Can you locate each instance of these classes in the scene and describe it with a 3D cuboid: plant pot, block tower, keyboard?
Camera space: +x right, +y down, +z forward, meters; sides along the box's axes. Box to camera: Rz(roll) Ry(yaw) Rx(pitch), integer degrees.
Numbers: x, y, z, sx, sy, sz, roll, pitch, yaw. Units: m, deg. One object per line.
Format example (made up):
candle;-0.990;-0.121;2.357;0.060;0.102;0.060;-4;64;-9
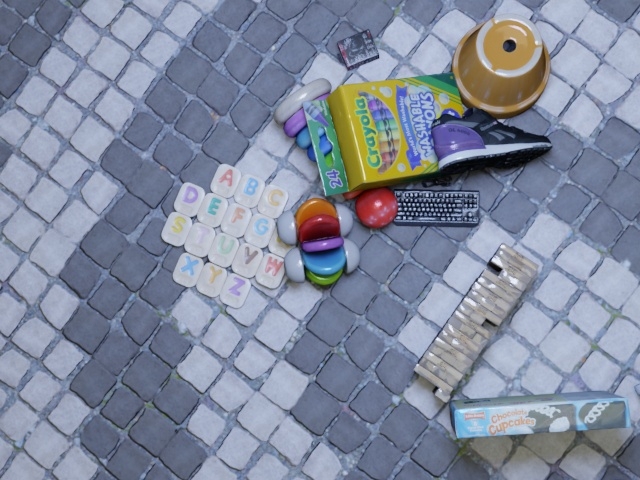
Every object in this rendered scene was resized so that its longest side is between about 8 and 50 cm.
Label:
plant pot;0.372;-0.367;1.803;0.205;0.188;0.205;0;85;5
block tower;0.311;0.165;1.810;0.097;0.091;0.336;34;88;8
keyboard;0.244;-0.084;1.873;0.180;0.023;0.108;1;85;4

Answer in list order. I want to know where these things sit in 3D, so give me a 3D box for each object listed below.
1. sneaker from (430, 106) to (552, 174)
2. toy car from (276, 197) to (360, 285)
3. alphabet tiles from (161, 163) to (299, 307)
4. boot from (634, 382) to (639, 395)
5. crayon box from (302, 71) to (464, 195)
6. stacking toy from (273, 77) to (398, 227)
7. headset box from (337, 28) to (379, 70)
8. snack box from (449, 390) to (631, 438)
sneaker;0.347;-0.215;1.785;0.283;0.107;0.124;-7;75;-32
toy car;0.000;0.000;1.819;0.159;0.136;0.182;-10;84;-10
alphabet tiles;-0.193;-0.011;1.906;0.284;0.021;0.278;23;87;7
boot;0.763;0.302;1.753;0.258;0.095;0.124;-17;77;2
crayon box;0.144;-0.217;1.794;0.322;0.083;0.203;-11;83;-24
stacking toy;0.045;-0.168;1.856;0.141;0.141;0.330;-34;90;1
headset box;0.078;-0.408;1.911;0.083;0.032;0.062;-23;83;4
snack box;0.418;0.338;1.736;0.321;0.187;0.060;-5;85;5
